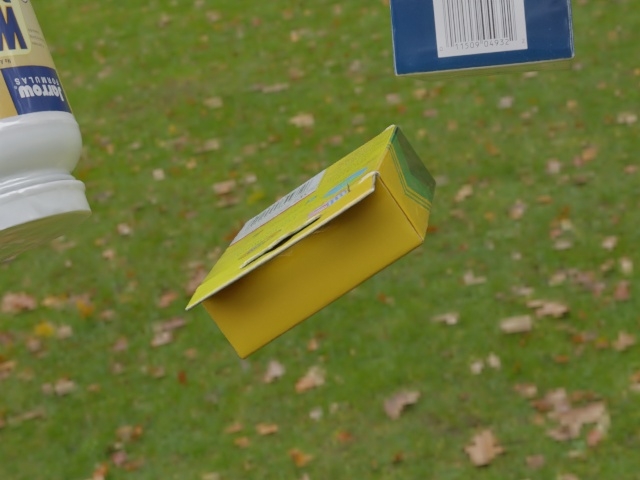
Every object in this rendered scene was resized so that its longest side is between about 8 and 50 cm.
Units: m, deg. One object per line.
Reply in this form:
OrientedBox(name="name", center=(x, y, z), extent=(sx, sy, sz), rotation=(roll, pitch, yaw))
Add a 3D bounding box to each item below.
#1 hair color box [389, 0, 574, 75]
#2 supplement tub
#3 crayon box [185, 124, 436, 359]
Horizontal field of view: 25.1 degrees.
OrientedBox(name="hair color box", center=(0.177, -0.227, 1.510), extent=(0.174, 0.105, 0.347), rotation=(-4, 4, 10))
OrientedBox(name="supplement tub", center=(-0.361, -0.137, 1.357), extent=(0.228, 0.316, 0.228), rotation=(-22, -4, -1))
OrientedBox(name="crayon box", center=(0.000, 0.000, 1.349), extent=(0.202, 0.081, 0.318), rotation=(-33, 7, 14))
